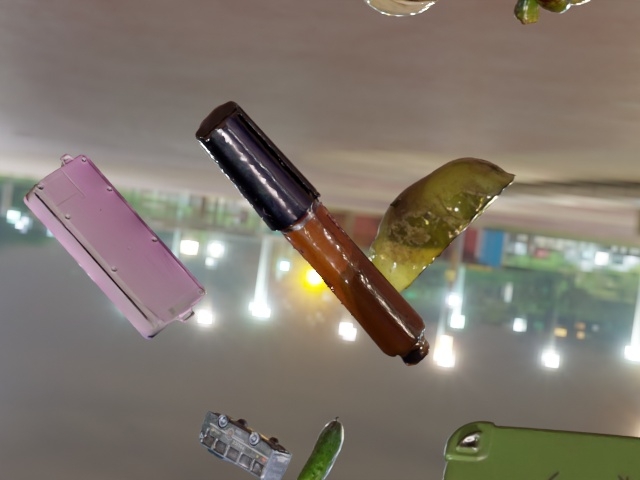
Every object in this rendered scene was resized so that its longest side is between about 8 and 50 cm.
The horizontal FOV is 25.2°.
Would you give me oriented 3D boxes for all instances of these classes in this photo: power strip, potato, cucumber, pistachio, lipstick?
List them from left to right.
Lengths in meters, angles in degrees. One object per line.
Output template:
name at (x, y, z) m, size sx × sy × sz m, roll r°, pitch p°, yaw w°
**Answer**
power strip at (-0.273, 0.008, 1.918) m, size 0.109 × 0.279 × 0.037 m, roll -40°, pitch 177°, yaw -43°
lipstick at (0.000, 0.000, 1.782) m, size 0.418 × 0.077 × 0.077 m, roll 49°, pitch 162°, yaw -21°
cucumber at (0.002, 0.303, 1.997) m, size 0.039 × 0.039 × 0.168 m, roll 7°, pitch -138°, yaw 24°
pistachio at (0.129, -0.415, 2.248) m, size 0.144 × 0.144 × 0.215 m, roll 7°, pitch -162°, yaw -13°
potato at (0.162, -0.036, 2.129) m, size 0.111 × 0.272 × 0.160 m, roll 44°, pitch -162°, yaw 2°

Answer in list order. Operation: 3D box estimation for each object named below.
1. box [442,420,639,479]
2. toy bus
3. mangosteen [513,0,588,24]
box at (0.259, 0.298, 1.347) m, size 0.328 × 0.253 × 0.178 m, roll 2°, pitch 150°, yaw 20°
toy bus at (-0.115, 0.306, 2.138) m, size 0.047 × 0.065 × 0.166 m, roll 23°, pitch 178°, yaw -44°
mangosteen at (0.430, -0.534, 2.401) m, size 0.313 × 0.297 × 0.297 m, roll -16°, pitch -179°, yaw -3°
